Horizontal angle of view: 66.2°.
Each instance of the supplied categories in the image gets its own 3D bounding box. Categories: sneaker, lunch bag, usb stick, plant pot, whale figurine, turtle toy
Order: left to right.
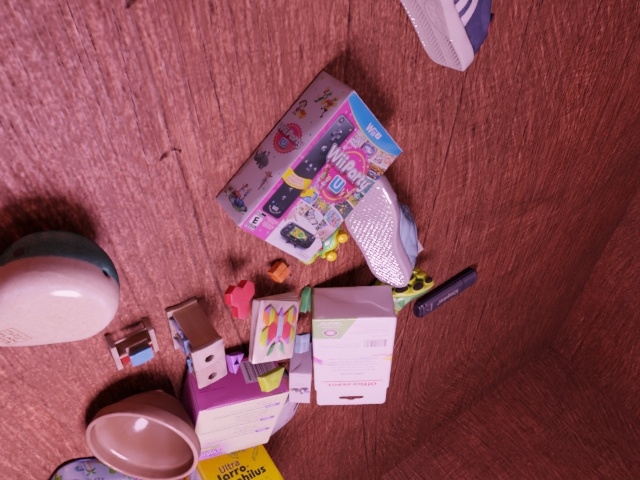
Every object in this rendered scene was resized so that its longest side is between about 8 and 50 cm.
[{"bbox_3d":[-0.435,0.077,0.727,0.272,0.141,0.216,-20,143,8],"label":"whale figurine"},{"bbox_3d":[-0.531,0.594,1.146,0.176,0.090,0.219,-50,142,12],"label":"lunch bag"},{"bbox_3d":[-0.366,0.405,1.059,0.237,0.110,0.237,3,125,5],"label":"plant pot"},{"bbox_3d":[0.000,0.000,1.085,0.066,0.095,0.130,21,110,-28],"label":"turtle toy"},{"bbox_3d":[0.154,-0.053,1.174,0.150,0.135,0.366,-63,148,-35],"label":"sneaker"},{"bbox_3d":[0.190,0.173,1.423,0.295,0.109,0.123,-28,143,-7],"label":"sneaker"},{"bbox_3d":[0.438,0.180,1.706,0.278,0.045,0.077,-27,141,-22],"label":"usb stick"},{"bbox_3d":[0.215,-0.450,0.829,0.148,0.131,0.350,-54,149,0],"label":"sneaker"}]

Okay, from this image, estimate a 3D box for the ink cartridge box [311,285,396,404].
[{"bbox_3d":[0.082,0.288,1.307,0.207,0.119,0.353,-1,128,-1],"label":"ink cartridge box"}]

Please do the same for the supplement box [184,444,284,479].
[{"bbox_3d":[-0.211,0.729,1.353,0.195,0.356,0.194,-12,133,-37],"label":"supplement box"}]

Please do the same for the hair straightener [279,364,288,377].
[{"bbox_3d":[-0.167,0.341,1.286,0.230,0.047,0.089,21,119,-46],"label":"hair straightener"}]

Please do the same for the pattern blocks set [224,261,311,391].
[{"bbox_3d":[-0.101,0.192,1.092,0.325,0.026,0.285,-17,110,-61],"label":"pattern blocks set"}]

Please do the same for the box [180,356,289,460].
[{"bbox_3d":[-0.218,0.405,1.189,0.213,0.117,0.243,-4,133,-28],"label":"box"}]

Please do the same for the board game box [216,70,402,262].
[{"bbox_3d":[-0.013,-0.127,0.937,0.303,0.097,0.224,-50,144,6],"label":"board game box"}]

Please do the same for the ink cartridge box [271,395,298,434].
[{"bbox_3d":[-0.131,0.535,1.527,0.179,0.045,0.145,-25,142,-53],"label":"ink cartridge box"}]

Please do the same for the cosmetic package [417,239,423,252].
[{"bbox_3d":[0.217,0.039,1.339,0.115,0.060,0.041,-35,98,-14],"label":"cosmetic package"}]

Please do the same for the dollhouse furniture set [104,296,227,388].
[{"bbox_3d":[-0.301,0.231,0.976,0.184,0.129,0.129,-24,139,-28],"label":"dollhouse furniture set"}]

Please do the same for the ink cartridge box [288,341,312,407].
[{"bbox_3d":[-0.056,0.377,1.364,0.061,0.104,0.181,3,132,-2],"label":"ink cartridge box"}]
